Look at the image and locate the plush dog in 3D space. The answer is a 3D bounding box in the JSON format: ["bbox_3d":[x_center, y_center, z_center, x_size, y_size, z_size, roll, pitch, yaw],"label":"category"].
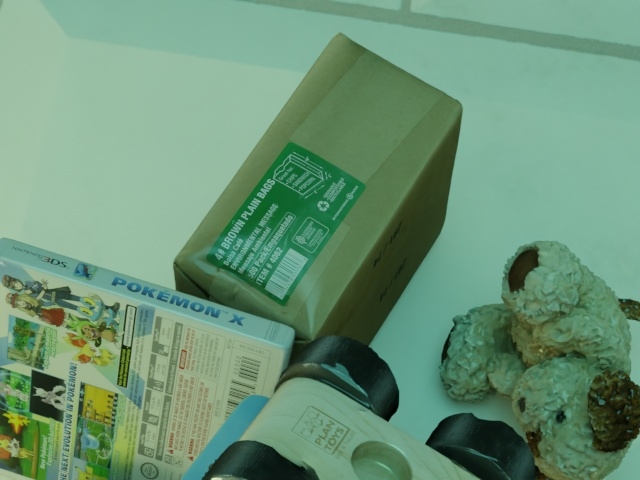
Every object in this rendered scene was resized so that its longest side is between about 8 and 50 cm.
[{"bbox_3d":[0.264,0.153,1.780,0.210,0.262,0.225,9,58,-20],"label":"plush dog"}]

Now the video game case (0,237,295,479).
[{"bbox_3d":[-0.193,0.163,1.694,0.300,0.329,0.036,17,44,4],"label":"video game case"}]

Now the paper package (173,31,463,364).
[{"bbox_3d":[0.000,0.000,1.789,0.168,0.309,0.325,29,66,13],"label":"paper package"}]

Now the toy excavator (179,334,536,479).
[{"bbox_3d":[-0.078,0.298,1.577,0.433,0.445,0.222,30,39,7],"label":"toy excavator"}]
